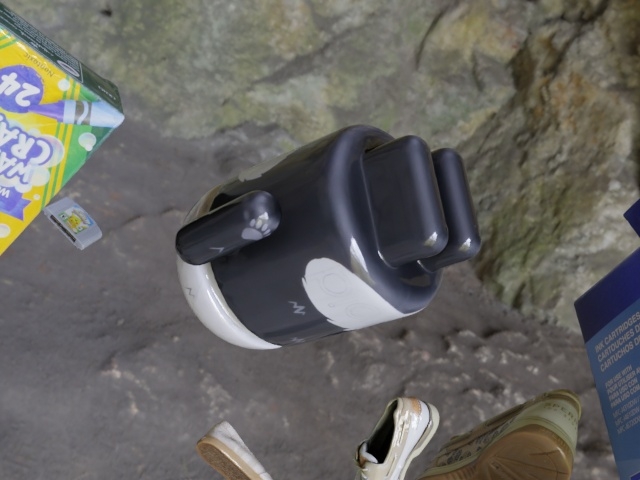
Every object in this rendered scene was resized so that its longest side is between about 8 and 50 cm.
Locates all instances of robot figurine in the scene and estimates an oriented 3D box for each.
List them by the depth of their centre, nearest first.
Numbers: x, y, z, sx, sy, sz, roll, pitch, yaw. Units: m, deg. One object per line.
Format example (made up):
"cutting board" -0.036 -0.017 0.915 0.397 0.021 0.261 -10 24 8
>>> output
"robot figurine" -0.002 -0.002 0.729 0.209 0.278 0.173 48 41 -28

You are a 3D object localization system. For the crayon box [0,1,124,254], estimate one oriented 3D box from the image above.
"crayon box" -0.387 -0.085 0.841 0.203 0.323 0.083 37 16 -35

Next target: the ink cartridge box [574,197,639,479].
"ink cartridge box" 0.384 0.118 0.729 0.151 0.270 0.395 7 56 -16

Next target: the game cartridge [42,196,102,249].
"game cartridge" -0.366 -0.028 1.213 0.083 0.017 0.056 46 29 -2

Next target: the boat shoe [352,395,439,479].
"boat shoe" 0.117 0.445 1.648 0.103 0.302 0.113 27 3 -30

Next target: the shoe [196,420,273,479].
"shoe" -0.106 0.378 1.293 0.219 0.076 0.058 52 35 -10

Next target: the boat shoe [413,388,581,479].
"boat shoe" 0.196 0.260 0.925 0.104 0.285 0.089 42 48 1
